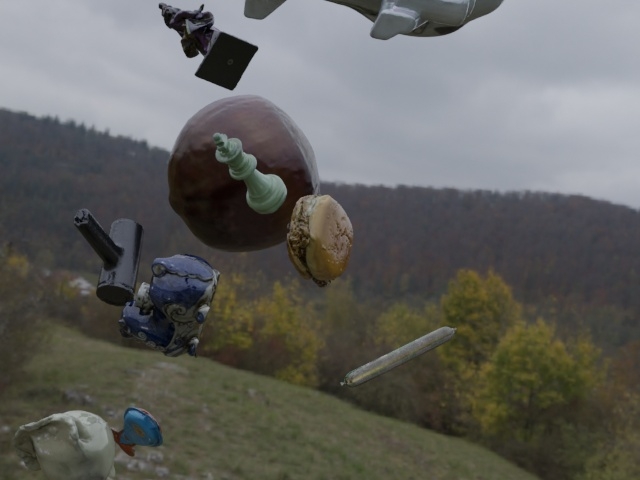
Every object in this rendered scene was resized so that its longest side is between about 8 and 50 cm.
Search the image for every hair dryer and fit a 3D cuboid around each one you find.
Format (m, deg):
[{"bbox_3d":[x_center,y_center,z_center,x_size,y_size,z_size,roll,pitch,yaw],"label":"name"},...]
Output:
[{"bbox_3d":[-0.490,0.008,1.829,0.089,0.197,0.251,-4,-32,12],"label":"hair dryer"}]

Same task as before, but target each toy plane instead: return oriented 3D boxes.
[{"bbox_3d":[0.057,-0.264,0.776,0.267,0.122,0.267,6,36,-4],"label":"toy plane"}]

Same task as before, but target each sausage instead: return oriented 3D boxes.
[{"bbox_3d":[0.156,0.227,1.554,0.269,0.032,0.033,-23,9,-20],"label":"sausage"}]

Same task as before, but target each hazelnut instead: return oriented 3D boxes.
[{"bbox_3d":[-0.201,-0.168,2.080,0.421,0.420,0.353,11,5,-44],"label":"hazelnut"}]

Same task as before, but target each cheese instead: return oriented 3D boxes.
[{"bbox_3d":[-0.405,0.420,1.740,0.037,0.106,0.256,-40,1,-38],"label":"cheese"}]

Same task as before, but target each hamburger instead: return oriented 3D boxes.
[{"bbox_3d":[0.000,0.000,1.342,0.083,0.138,0.147,4,-27,26],"label":"hamburger"}]

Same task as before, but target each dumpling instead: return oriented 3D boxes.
[{"bbox_3d":[-0.506,0.414,1.569,0.193,0.147,0.258,3,-41,6],"label":"dumpling"}]

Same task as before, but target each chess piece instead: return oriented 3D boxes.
[{"bbox_3d":[-0.103,-0.096,1.073,0.059,0.059,0.149,7,-26,33],"label":"chess piece"}]

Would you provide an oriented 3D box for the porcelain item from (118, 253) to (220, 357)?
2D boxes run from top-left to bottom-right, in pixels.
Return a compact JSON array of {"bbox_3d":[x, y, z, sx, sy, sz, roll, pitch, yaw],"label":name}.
[{"bbox_3d":[-0.324,0.135,1.693,0.186,0.138,0.288,18,-42,-7],"label":"porcelain item"}]

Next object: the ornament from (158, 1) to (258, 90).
[{"bbox_3d":[-0.184,-0.320,1.240,0.081,0.088,0.203,18,22,-46],"label":"ornament"}]
